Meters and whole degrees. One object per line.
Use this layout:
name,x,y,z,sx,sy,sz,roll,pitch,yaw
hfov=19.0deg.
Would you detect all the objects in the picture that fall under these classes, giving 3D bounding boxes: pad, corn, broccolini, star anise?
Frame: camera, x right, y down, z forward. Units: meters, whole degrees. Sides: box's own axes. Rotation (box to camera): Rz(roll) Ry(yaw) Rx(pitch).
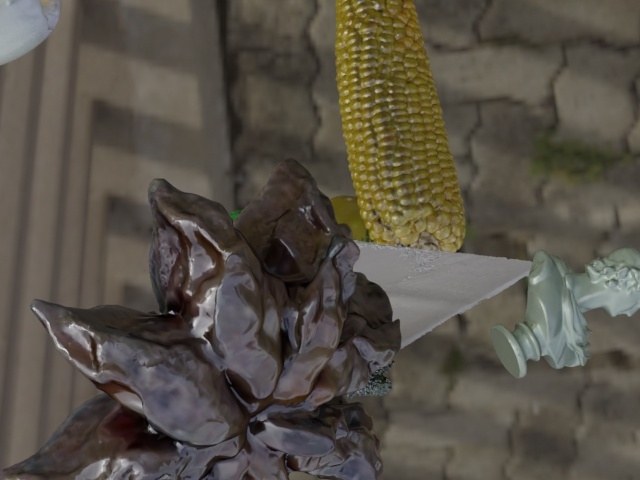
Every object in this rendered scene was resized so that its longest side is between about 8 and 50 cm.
pad,0.009,0.034,1.181,0.232,0.156,0.004,7,117,53
corn,0.068,-0.110,1.818,0.101,0.310,0.101,-11,163,-3
broccolini,0.057,0.080,2.124,0.058,0.216,0.067,35,134,-26
star anise,-0.038,0.079,0.971,0.236,0.109,0.223,-10,116,-46

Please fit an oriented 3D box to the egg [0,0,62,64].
egg,-0.372,-0.251,1.873,0.217,0.183,0.183,-10,138,6

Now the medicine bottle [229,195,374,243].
medicine bottle,0.000,0.000,1.885,0.064,0.095,0.260,17,-172,36

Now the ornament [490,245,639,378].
ornament,0.129,0.035,0.975,0.068,0.041,0.092,39,91,-34
